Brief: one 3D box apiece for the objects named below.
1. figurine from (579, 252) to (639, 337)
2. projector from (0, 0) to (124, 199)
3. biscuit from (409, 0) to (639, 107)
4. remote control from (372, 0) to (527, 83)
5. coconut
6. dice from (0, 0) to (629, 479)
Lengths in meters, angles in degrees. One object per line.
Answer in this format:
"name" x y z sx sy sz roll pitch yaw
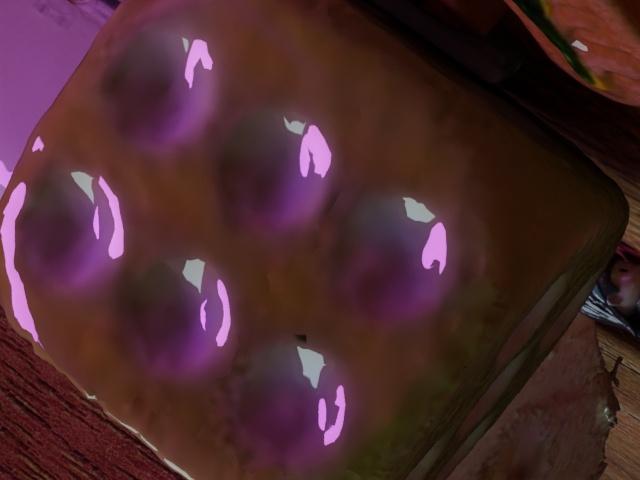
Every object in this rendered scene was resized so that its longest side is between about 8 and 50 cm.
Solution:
"figurine" 0.213 0.041 0.934 0.106 0.047 0.060 28 -152 18
"projector" -0.153 -0.073 1.203 0.249 0.248 0.248 35 174 21
"biscuit" 0.021 -0.156 0.512 0.202 0.047 0.334 33 172 40
"remote control" 0.046 -0.120 0.702 0.124 0.018 0.053 37 -152 7
"coconut" 0.074 0.113 1.147 0.255 0.297 0.297 30 170 43
"dice" 0.000 0.000 0.729 0.238 0.226 0.233 37 -169 15
